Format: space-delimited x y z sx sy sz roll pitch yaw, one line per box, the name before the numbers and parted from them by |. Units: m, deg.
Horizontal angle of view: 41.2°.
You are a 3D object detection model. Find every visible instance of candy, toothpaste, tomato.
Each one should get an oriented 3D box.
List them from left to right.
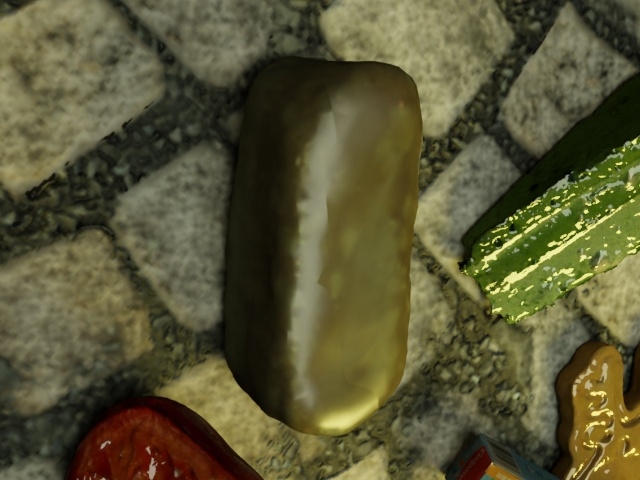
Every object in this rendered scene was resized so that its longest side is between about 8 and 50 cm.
tomato | -0.095 0.197 0.547 0.174 0.166 0.082 -54 160 11
candy | 0.000 0.000 0.551 0.102 0.104 0.234 -3 101 -28
toothpaste | 0.187 0.234 0.684 0.193 0.044 0.070 32 104 -14

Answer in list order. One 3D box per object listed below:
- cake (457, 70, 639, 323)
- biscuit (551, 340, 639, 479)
cake | 0.214 -0.035 0.679 0.235 0.099 0.100 -34 113 7
biscuit | 0.258 0.200 0.739 0.144 0.040 0.236 -1 97 -18
